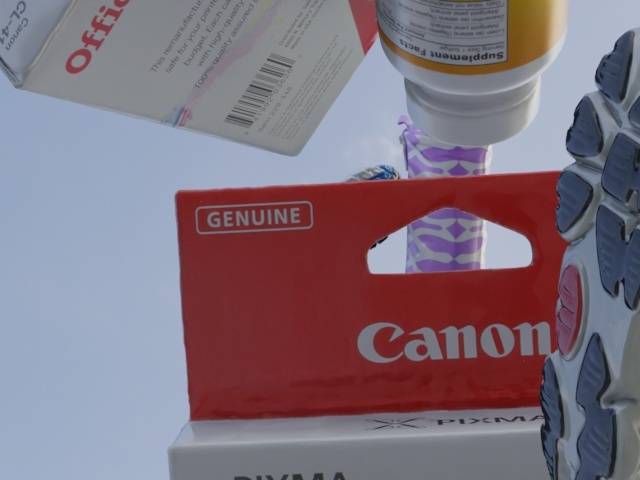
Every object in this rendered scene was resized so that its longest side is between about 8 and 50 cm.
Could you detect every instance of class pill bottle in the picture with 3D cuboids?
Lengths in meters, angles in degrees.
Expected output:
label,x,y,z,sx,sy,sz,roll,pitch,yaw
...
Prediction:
label,x,y,z,sx,sy,sz,roll,pitch,yaw
pill bottle,0.105,-0.188,0.955,0.136,0.136,0.246,-12,-44,-5

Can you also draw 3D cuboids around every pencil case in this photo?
label,x,y,z,sx,sy,sz,roll,pitch,yaw
pencil case,0.110,-0.014,1.254,0.088,0.086,0.206,1,-78,2

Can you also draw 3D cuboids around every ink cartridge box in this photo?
label,x,y,z,sx,sy,sz,roll,pitch,yaw
ink cartridge box,-0.083,-0.204,1.015,0.306,0.131,0.226,12,-60,-53
ink cartridge box,0.071,0.097,0.703,0.296,0.066,0.261,-3,-86,3

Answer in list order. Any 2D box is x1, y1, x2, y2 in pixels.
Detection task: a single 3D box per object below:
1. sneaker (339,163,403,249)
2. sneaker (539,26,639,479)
label,x,y,z,sx,sy,sz,roll,pitch,yaw
sneaker,0.000,0.000,1.281,0.191,0.083,0.071,-46,-72,-11
sneaker,0.110,0.009,0.410,0.071,0.068,0.170,-3,-65,-17
